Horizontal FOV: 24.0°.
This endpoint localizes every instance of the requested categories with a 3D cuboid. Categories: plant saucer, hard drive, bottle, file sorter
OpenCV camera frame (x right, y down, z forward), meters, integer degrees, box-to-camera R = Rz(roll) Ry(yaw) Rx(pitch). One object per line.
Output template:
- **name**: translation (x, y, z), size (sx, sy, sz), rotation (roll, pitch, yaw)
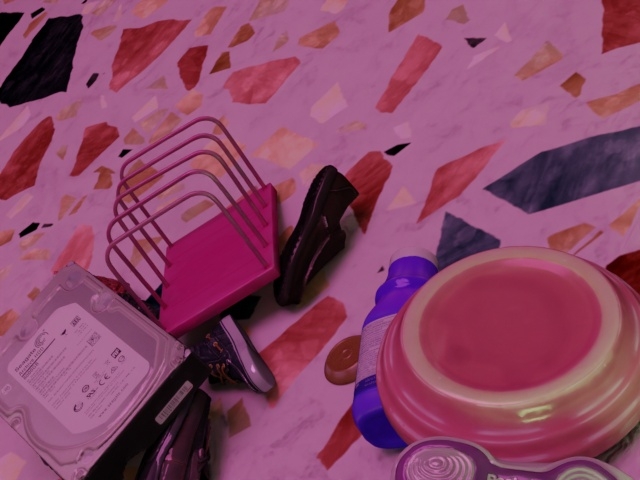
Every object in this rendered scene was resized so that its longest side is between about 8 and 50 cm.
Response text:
- **plant saucer**: translation (0.037, 0.154, 2.001), size (0.083, 0.015, 0.083), rotation (-24, 36, 19)
- **hard drive**: translation (-0.325, 0.184, 2.063), size (0.237, 0.064, 0.339), rotation (-49, 41, -8)
- **bottle**: translation (0.109, 0.128, 1.900), size (0.118, 0.092, 0.283), rotation (-16, 39, 21)
- **plant saucer**: translation (0.223, 0.120, 1.734), size (0.332, 0.084, 0.332), rotation (-9, 43, 8)
- **file sorter**: translation (-0.194, -0.029, 2.225), size (0.202, 0.182, 0.291), rotation (-31, 24, 12)

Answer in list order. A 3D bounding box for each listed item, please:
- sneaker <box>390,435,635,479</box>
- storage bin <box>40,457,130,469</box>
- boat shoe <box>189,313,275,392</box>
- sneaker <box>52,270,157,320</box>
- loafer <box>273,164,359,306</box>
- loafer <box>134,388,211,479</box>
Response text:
- **sneaker**: translation (0.229, 0.291, 1.589), size (0.305, 0.152, 0.114), rotation (15, 62, 22)
- **storage bin**: translation (-0.316, 0.279, 2.106), size (0.135, 0.091, 0.098), rotation (-41, 34, -6)
- **boat shoe**: translation (-0.124, 0.177, 2.084), size (0.083, 0.065, 0.183), rotation (-40, 28, 1)
- **sneaker**: translation (-0.345, 0.120, 2.305), size (0.299, 0.121, 0.112), rotation (33, 111, 63)
- **loafer**: translation (0.000, 0.000, 2.159), size (0.220, 0.078, 0.080), rotation (-68, 12, -14)
- **loafer**: translation (-0.192, 0.322, 1.968), size (0.109, 0.095, 0.302), rotation (-48, 15, 44)
